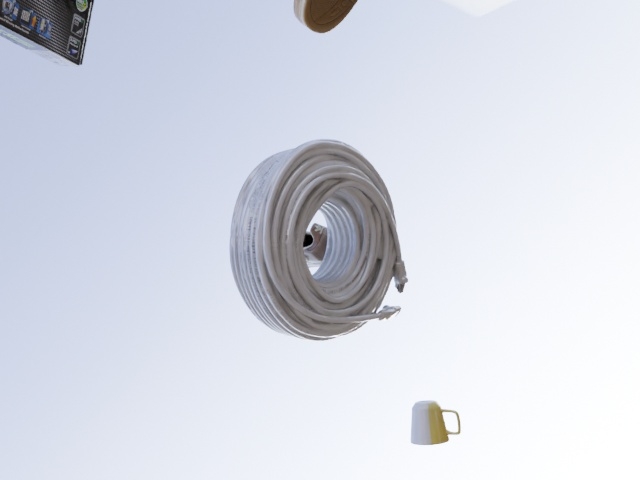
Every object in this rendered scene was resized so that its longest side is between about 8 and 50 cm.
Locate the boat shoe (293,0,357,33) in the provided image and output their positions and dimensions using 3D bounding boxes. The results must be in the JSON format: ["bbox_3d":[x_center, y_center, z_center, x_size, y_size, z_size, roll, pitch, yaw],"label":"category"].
[{"bbox_3d":[0.012,-0.263,0.566,0.063,0.059,0.170,13,-79,-47],"label":"boat shoe"}]

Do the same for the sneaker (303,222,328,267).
[{"bbox_3d":[-0.042,0.013,1.062,0.071,0.188,0.066,47,-133,-24],"label":"sneaker"}]

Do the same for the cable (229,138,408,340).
[{"bbox_3d":[0.000,0.000,0.849,0.257,0.089,0.257,-14,-78,-44],"label":"cable"}]

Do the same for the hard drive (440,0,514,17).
[{"bbox_3d":[0.243,-0.380,0.853,0.353,0.233,0.047,-16,-91,-58],"label":"hard drive"}]

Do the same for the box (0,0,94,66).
[{"bbox_3d":[-0.320,-0.310,0.716,0.191,0.045,0.184,20,-99,-68],"label":"box"}]

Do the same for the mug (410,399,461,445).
[{"bbox_3d":[0.181,0.292,1.067,0.078,0.062,0.064,-4,-98,-7],"label":"mug"}]
